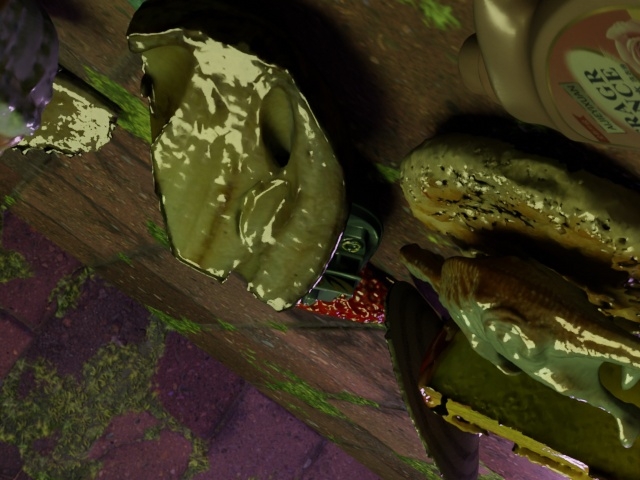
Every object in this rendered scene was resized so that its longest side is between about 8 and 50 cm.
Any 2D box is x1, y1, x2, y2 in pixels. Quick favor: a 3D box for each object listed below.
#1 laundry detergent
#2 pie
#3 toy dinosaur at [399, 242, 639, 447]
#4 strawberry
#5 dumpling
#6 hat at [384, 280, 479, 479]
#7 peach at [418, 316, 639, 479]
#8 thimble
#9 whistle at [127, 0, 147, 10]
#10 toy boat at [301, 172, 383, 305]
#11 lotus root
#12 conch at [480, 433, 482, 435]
[{"bbox_3d":[0.144,-0.119,0.638,0.171,0.076,0.237,45,164,-33],"label":"laundry detergent"},{"bbox_3d":[0.188,-0.001,0.958,0.274,0.055,0.274,27,167,7],"label":"pie"},{"bbox_3d":[0.200,0.078,0.923,0.205,0.092,0.393,40,172,-19],"label":"toy dinosaur"},{"bbox_3d":[0.008,0.049,1.460,0.188,0.082,0.121,32,163,19],"label":"strawberry"},{"bbox_3d":[-0.409,-0.207,1.529,0.332,0.086,0.166,35,133,-4],"label":"dumpling"},{"bbox_3d":[0.171,0.145,1.326,0.110,0.252,0.252,-20,139,19],"label":"hat"},{"bbox_3d":[0.231,0.141,1.126,0.267,0.154,0.159,25,172,3],"label":"peach"},{"bbox_3d":[-0.414,-0.190,1.254,0.288,0.254,0.167,21,162,39],"label":"thimble"},{"bbox_3d":[-0.195,-0.261,0.986,0.039,0.039,0.186,17,157,49],"label":"whistle"},{"bbox_3d":[-0.001,0.004,1.248,0.114,0.122,0.296,10,165,-7],"label":"toy boat"},{"bbox_3d":[-0.061,-0.089,1.042,0.210,0.142,0.314,19,142,3],"label":"lotus root"},{"bbox_3d":[0.172,0.218,1.594,0.137,0.114,0.234,42,176,24],"label":"conch"}]
